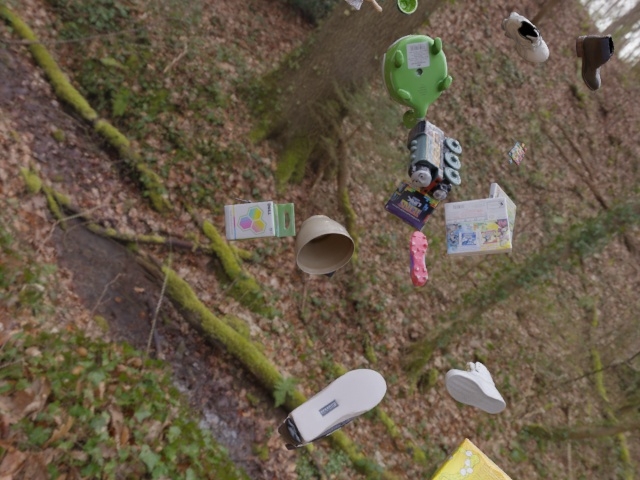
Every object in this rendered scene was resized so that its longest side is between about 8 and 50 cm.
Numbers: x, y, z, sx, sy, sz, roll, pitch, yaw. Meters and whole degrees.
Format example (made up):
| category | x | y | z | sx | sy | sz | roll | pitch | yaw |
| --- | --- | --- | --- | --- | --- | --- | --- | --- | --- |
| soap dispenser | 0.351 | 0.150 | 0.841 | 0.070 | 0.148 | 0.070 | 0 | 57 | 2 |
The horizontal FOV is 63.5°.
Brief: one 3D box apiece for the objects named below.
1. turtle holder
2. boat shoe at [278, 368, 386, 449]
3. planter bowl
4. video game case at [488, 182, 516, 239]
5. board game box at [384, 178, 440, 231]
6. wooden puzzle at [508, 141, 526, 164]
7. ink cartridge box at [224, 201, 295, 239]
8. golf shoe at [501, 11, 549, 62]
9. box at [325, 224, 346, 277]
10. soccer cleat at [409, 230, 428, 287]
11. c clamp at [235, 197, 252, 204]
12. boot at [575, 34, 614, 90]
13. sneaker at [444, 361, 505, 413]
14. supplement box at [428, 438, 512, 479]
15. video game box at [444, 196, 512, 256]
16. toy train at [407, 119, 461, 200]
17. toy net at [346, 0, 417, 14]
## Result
| category | x | y | z | sx | sy | sz | roll | pitch | yaw |
| --- | --- | --- | --- | --- | --- | --- | --- | --- | --- |
| turtle holder | 0.360 | -0.616 | 1.975 | 0.320 | 0.243 | 0.227 | 51 | -1 | -22 |
| boat shoe | 0.026 | 0.489 | 1.505 | 0.341 | 0.158 | 0.127 | -16 | 67 | -31 |
| planter bowl | 0.000 | 0.000 | 1.413 | 0.162 | 0.162 | 0.109 | 28 | 30 | -41 |
| video game case | 0.712 | -0.086 | 2.043 | 0.026 | 0.206 | 0.227 | 0 | -22 | 42 |
| board game box | 0.360 | -0.138 | 2.035 | 0.170 | 0.141 | 0.048 | 34 | -4 | 18 |
| wooden puzzle | 0.587 | -0.260 | 1.544 | 0.049 | 0.083 | 0.006 | 41 | -15 | -25 |
| ink cartridge box | -0.188 | -0.060 | 1.607 | 0.062 | 0.210 | 0.108 | 45 | 41 | -83 |
| golf shoe | 0.559 | -0.531 | 1.378 | 0.176 | 0.069 | 0.086 | 30 | 16 | -25 |
| box | 0.035 | 0.030 | 2.034 | 0.093 | 0.158 | 0.155 | 24 | 27 | -24 |
| soccer cleat | 0.413 | 0.080 | 2.220 | 0.083 | 0.095 | 0.247 | 6 | 63 | -12 |
| c clamp | -0.284 | -0.090 | 2.069 | 0.137 | 0.160 | 0.022 | 11 | 30 | -7 |
| boot | 0.988 | -0.628 | 1.832 | 0.106 | 0.082 | 0.219 | 8 | -36 | 49 |
| sneaker | 0.544 | 0.513 | 1.909 | 0.293 | 0.108 | 0.169 | 35 | 24 | -26 |
| supplement box | 0.379 | 0.801 | 1.525 | 0.195 | 0.194 | 0.357 | 41 | 46 | 23 |
| video game box | 0.526 | -0.044 | 1.737 | 0.048 | 0.206 | 0.186 | 48 | 40 | -60 |
| toy train | 0.400 | -0.289 | 1.867 | 0.190 | 0.142 | 0.333 | 30 | 46 | -16 |
| toy net | 0.183 | -0.757 | 1.571 | 0.233 | 0.121 | 0.045 | -1 | 8 | -19 |
